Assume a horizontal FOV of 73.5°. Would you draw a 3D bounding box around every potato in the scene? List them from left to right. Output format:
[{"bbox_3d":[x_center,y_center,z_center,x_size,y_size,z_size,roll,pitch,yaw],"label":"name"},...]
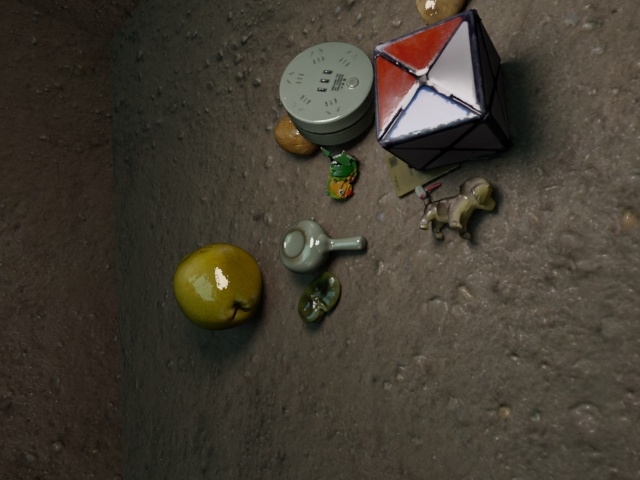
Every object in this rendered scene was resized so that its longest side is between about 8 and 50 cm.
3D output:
[{"bbox_3d":[0.388,-0.803,1.366,0.161,0.128,0.235,2,99,20],"label":"potato"}]

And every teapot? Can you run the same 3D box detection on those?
[{"bbox_3d":[-0.009,0.037,1.575,0.318,0.149,0.220,23,92,41],"label":"teapot"}]

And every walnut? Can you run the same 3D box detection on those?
[{"bbox_3d":[-0.088,-0.422,1.700,0.197,0.165,0.165,26,101,42],"label":"walnut"}]

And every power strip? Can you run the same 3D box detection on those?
[{"bbox_3d":[0.022,-0.524,1.529,0.357,0.161,0.358,-5,72,14],"label":"power strip"}]

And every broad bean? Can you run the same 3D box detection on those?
[{"bbox_3d":[-0.005,0.212,1.611,0.153,0.072,0.207,34,94,36],"label":"broad bean"}]

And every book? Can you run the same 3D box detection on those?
[{"bbox_3d":[0.330,-0.259,1.407,0.230,0.026,0.161,-26,68,35],"label":"book"}]

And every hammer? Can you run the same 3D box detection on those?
[{"bbox_3d":[0.345,-0.165,1.370,0.083,0.031,0.053,-25,44,10],"label":"hammer"}]

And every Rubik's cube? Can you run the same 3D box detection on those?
[{"bbox_3d":[0.340,-0.396,1.212,0.305,0.310,0.307,-9,77,34],"label":"Rubik's cube"}]

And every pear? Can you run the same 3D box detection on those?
[{"bbox_3d":[-0.424,0.187,1.786,0.418,0.362,0.363,28,102,45],"label":"pear"}]

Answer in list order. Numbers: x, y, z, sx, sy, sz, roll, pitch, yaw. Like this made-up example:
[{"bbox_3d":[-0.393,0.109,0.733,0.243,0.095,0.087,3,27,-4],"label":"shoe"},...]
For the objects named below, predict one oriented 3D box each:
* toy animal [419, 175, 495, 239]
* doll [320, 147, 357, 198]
[{"bbox_3d":[0.402,-0.087,1.268,0.233,0.121,0.169,-17,56,48],"label":"toy animal"},{"bbox_3d":[0.068,-0.246,1.570,0.134,0.106,0.187,0,102,1],"label":"doll"}]
